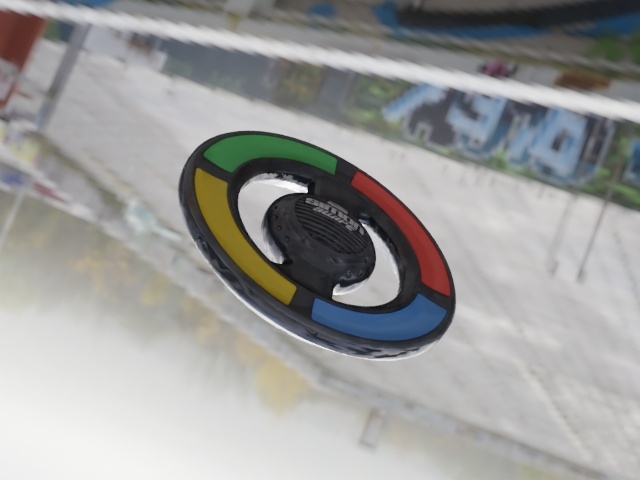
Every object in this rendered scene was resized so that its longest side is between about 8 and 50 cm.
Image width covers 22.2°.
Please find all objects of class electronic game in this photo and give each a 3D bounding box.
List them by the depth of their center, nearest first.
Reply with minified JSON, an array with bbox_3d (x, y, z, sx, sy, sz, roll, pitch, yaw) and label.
[{"bbox_3d":[0.000,0.000,1.204,0.229,0.048,0.229,23,-147,-16],"label":"electronic game"}]
